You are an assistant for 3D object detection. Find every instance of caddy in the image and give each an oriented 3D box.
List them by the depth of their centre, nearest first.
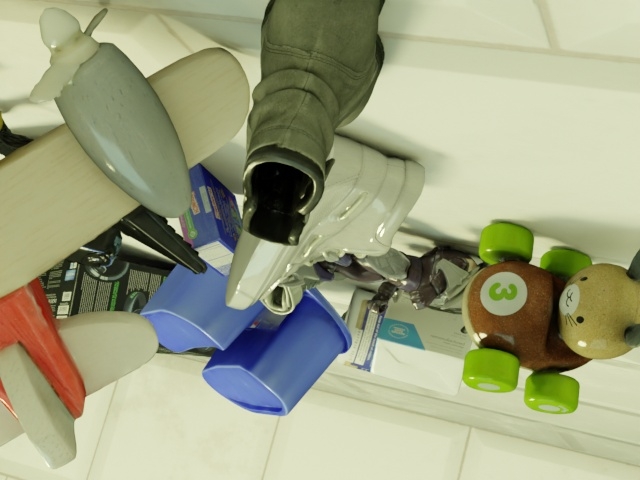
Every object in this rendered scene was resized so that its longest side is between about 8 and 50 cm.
[{"bbox_3d":[-0.096,0.102,1.520,0.241,0.179,0.341,42,161,-13],"label":"caddy"}]

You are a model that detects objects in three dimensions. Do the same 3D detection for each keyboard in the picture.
[{"bbox_3d":[-0.254,-0.063,1.143,0.317,0.033,0.201,23,166,47],"label":"keyboard"}]

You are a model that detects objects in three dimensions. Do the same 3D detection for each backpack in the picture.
[{"bbox_3d":[-0.312,-0.012,1.476,0.105,0.084,0.114,17,163,-4],"label":"backpack"}]

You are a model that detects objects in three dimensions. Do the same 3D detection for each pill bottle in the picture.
[{"bbox_3d":[0.123,0.143,1.568,0.186,0.112,0.112,16,168,1],"label":"pill bottle"}]

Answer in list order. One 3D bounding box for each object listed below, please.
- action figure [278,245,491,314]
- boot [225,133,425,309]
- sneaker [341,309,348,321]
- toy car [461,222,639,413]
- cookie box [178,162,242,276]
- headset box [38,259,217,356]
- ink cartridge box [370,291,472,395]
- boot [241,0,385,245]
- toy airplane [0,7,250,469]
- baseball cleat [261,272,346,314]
[{"bbox_3d":[0.072,0.031,1.180,0.285,0.099,0.185,16,163,-15],"label":"action figure"},{"bbox_3d":[0.000,0.000,1.009,0.123,0.095,0.258,15,148,-14],"label":"boot"},{"bbox_3d":[0.119,0.151,1.716,0.190,0.071,0.083,10,172,24],"label":"sneaker"},{"bbox_3d":[0.235,0.060,1.002,0.149,0.155,0.188,21,157,-26],"label":"toy car"},{"bbox_3d":[-0.115,-0.021,1.176,0.040,0.092,0.107,-20,158,9],"label":"cookie box"},{"bbox_3d":[-0.316,0.114,1.865,0.283,0.131,0.246,14,170,-28],"label":"headset box"},{"bbox_3d":[0.131,0.089,1.304,0.104,0.180,0.060,13,129,9],"label":"ink cartridge box"},{"bbox_3d":[-0.016,-0.071,0.672,0.083,0.161,0.246,16,168,1],"label":"boot"},{"bbox_3d":[-0.278,0.000,0.785,0.384,0.386,0.272,16,180,-6],"label":"toy airplane"},{"bbox_3d":[-0.028,0.039,1.295,0.072,0.109,0.206,3,165,29],"label":"baseball cleat"}]
